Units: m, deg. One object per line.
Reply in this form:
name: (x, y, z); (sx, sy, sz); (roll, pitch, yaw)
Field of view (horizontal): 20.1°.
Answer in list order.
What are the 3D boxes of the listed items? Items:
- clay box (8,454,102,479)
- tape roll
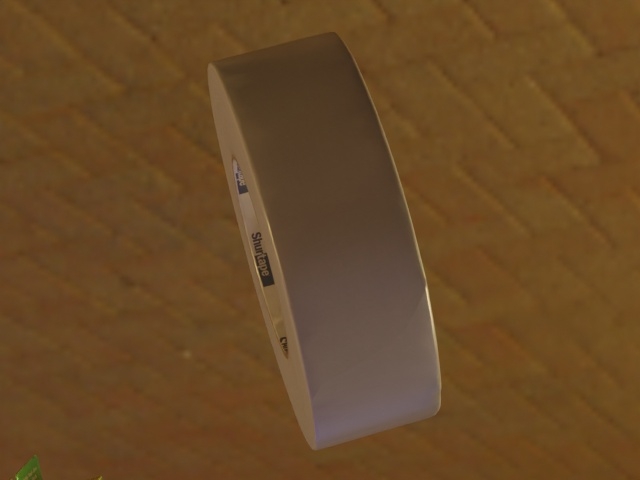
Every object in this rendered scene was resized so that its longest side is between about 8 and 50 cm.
clay box: (-0.167, 0.267, 1.293); (0.053, 0.222, 0.127); (-16, -171, 11)
tape roll: (0.000, 0.000, 0.989); (0.072, 0.219, 0.219); (-16, 163, -6)
